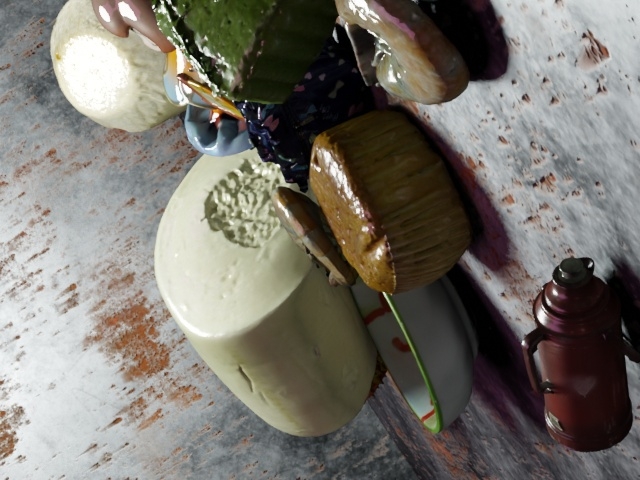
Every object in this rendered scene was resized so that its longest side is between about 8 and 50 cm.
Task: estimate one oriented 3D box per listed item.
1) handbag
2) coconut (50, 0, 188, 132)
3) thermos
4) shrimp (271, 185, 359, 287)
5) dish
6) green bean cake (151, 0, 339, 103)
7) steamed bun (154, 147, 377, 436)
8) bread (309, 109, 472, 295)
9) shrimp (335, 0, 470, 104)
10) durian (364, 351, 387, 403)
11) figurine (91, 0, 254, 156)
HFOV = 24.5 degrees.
[{"bbox_3d":[-0.021,-0.171,1.937,0.113,0.162,0.260,51,173,25],"label":"handbag"},{"bbox_3d":[-0.295,-0.344,2.520,0.329,0.329,0.329,55,171,12],"label":"coconut"},{"bbox_3d":[0.264,0.111,1.516,0.099,0.124,0.232,44,158,45],"label":"thermos"},{"bbox_3d":[0.008,0.009,2.058,0.145,0.059,0.254,48,176,40],"label":"shrimp"},{"bbox_3d":[0.150,0.112,2.163,0.324,0.124,0.324,63,172,16],"label":"dish"},{"bbox_3d":[-0.087,-0.289,1.750,0.113,0.200,0.214,-4,-136,-49],"label":"green bean cake"},{"bbox_3d":[-0.086,0.065,2.385,0.371,0.290,0.456,61,-158,-45],"label":"steamed bun"},{"bbox_3d":[0.086,-0.046,1.874,0.227,0.142,0.253,63,174,8],"label":"bread"},{"bbox_3d":[0.068,-0.210,1.521,0.168,0.077,0.317,47,175,-13],"label":"shrimp"},{"bbox_3d":[-0.032,0.179,2.746,0.384,0.347,0.347,-3,-130,-53],"label":"durian"},{"bbox_3d":[-0.173,-0.320,2.109,0.276,0.248,0.388,45,175,44],"label":"figurine"}]
